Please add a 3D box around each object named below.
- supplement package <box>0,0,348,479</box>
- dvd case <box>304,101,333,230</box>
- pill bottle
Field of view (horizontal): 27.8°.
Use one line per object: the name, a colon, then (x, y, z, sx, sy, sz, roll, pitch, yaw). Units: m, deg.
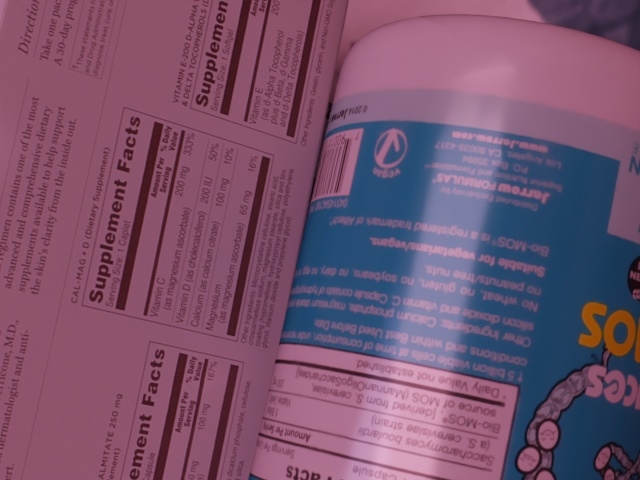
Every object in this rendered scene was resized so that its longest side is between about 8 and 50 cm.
supplement package: (-0.119, -0.005, 0.568, 0.204, 0.145, 0.262, -3, 73, 58)
dvd case: (0.000, 0.000, 0.615, 0.087, 0.013, 0.119, 33, 94, 33)
pill bottle: (0.054, 0.061, 0.487, 0.146, 0.146, 0.264, 8, 82, 32)
